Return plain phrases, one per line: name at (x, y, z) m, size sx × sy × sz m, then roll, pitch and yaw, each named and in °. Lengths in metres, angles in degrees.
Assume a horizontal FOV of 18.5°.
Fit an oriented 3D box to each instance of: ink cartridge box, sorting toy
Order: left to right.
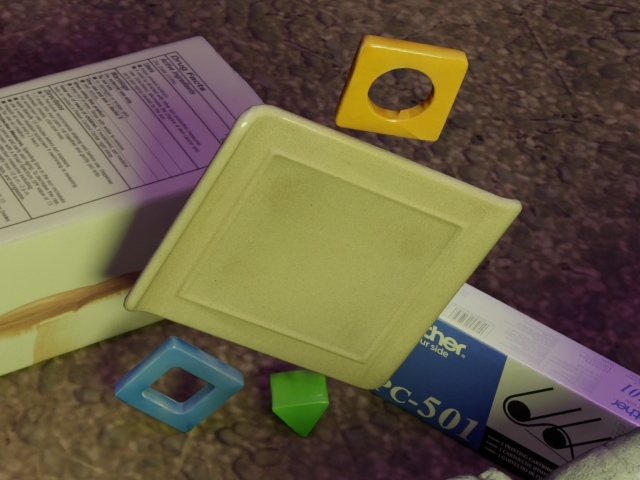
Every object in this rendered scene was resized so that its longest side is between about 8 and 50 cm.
sorting toy at (0.000, 0.000, 1.214) m, size 0.196 × 0.348 × 0.047 m, roll 18°, pitch 39°, yaw -22°
ink cartridge box at (0.132, 0.103, 1.300) m, size 0.207 × 0.097 × 0.046 m, roll 28°, pitch 45°, yaw 19°

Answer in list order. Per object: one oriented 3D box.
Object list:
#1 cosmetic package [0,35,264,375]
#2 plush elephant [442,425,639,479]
cosmetic package at (-0.178, -0.019, 1.340) m, size 0.296 × 0.129 × 0.153 m, roll -18°, pitch 48°, yaw -28°
plush elephant at (0.200, 0.236, 1.065) m, size 0.271 × 0.330 × 0.255 m, roll -23°, pitch 69°, yaw -10°
